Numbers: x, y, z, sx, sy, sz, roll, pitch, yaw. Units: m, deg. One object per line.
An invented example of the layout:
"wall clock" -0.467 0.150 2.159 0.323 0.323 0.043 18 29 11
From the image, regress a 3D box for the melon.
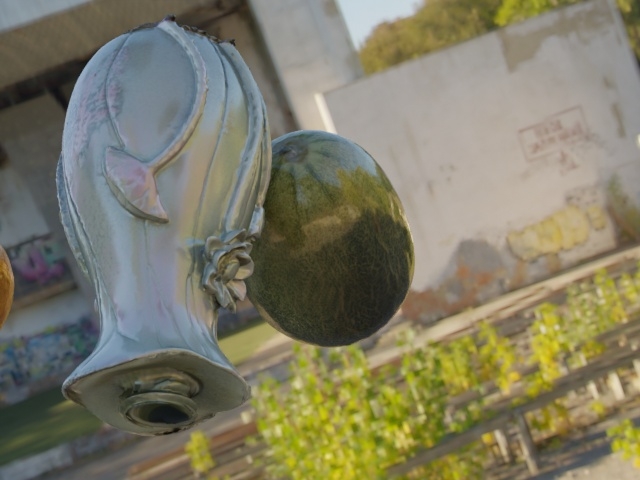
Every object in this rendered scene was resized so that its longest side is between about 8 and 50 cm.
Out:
"melon" 0.000 0.000 1.516 0.249 0.329 0.248 -11 38 9

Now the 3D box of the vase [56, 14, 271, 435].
"vase" -0.177 -0.013 1.216 0.250 0.445 0.250 -3 -31 -2

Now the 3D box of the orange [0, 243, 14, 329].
"orange" -0.611 0.073 1.745 0.246 0.246 0.246 -20 4 1
